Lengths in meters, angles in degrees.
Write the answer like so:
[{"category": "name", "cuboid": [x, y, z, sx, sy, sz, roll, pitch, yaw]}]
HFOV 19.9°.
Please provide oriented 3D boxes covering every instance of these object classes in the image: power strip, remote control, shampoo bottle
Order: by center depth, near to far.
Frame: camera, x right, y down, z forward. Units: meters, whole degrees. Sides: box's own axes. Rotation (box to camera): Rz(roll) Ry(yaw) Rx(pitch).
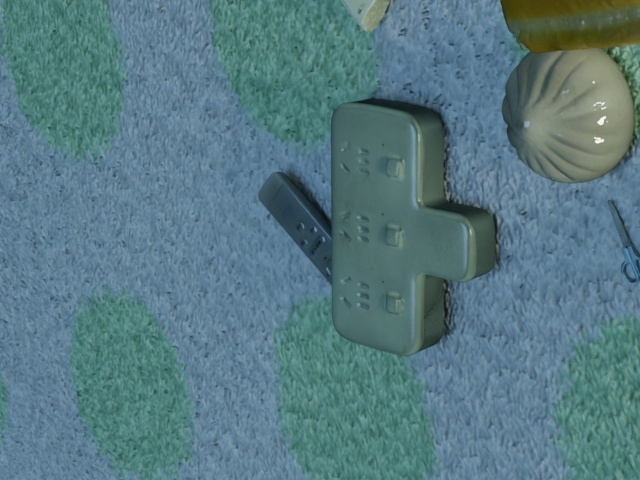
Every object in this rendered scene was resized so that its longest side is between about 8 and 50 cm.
[{"category": "power strip", "cuboid": [0.094, -0.009, 1.900, 0.193, 0.059, 0.265, 13, 111, 41]}, {"category": "shampoo bottle", "cuboid": [0.020, -0.282, 1.905, 0.141, 0.034, 0.049, 50, 141, 25]}, {"category": "remote control", "cuboid": [0.000, 0.000, 2.043, 0.184, 0.027, 0.050, 50, 134, 16]}]

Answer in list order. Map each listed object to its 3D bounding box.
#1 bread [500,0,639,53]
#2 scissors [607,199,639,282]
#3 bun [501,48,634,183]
[{"category": "bread", "cuboid": [0.231, -0.287, 1.553, 0.246, 0.111, 0.239, 3, 109, 61]}, {"category": "scissors", "cuboid": [0.289, 0.000, 1.735, 0.036, 0.006, 0.083, -25, 86, 51]}, {"category": "bun", "cuboid": [0.219, -0.118, 1.704, 0.138, 0.094, 0.138, 16, 113, 44]}]
